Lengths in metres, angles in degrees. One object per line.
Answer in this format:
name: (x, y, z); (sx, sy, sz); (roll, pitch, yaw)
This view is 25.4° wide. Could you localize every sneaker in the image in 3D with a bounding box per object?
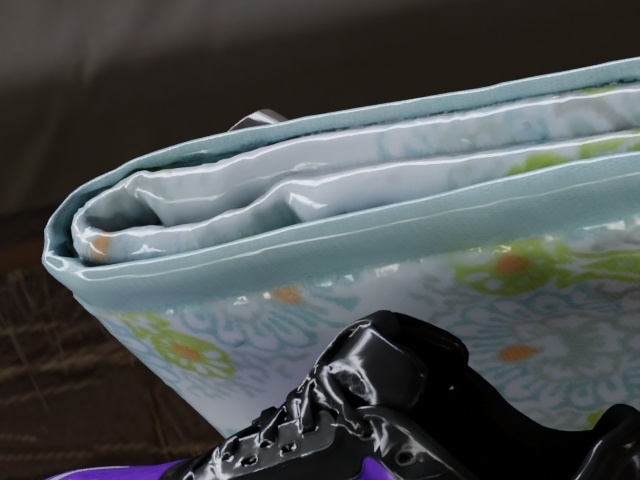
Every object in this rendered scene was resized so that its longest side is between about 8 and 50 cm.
sneaker: (0.005, 0.096, 0.580); (0.293, 0.146, 0.102); (3, 18, 19)

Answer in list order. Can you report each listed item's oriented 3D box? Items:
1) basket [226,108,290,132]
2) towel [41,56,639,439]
basket: (0.000, 0.000, 1.258); (0.227, 0.204, 0.154); (41, 26, 13)
towel: (0.097, 0.064, 0.679); (0.374, 0.320, 0.090); (-7, 48, 31)
